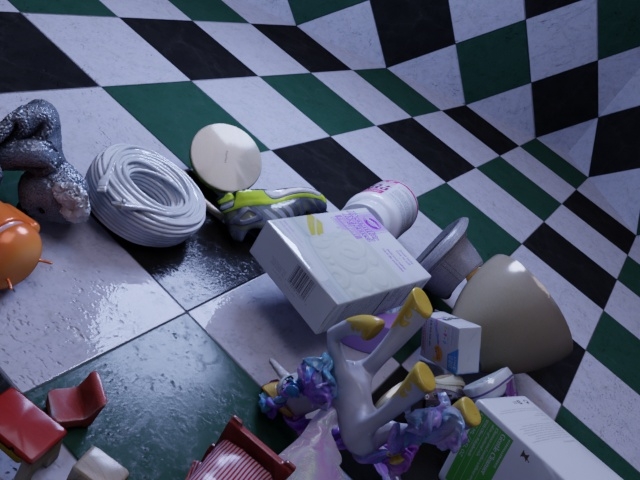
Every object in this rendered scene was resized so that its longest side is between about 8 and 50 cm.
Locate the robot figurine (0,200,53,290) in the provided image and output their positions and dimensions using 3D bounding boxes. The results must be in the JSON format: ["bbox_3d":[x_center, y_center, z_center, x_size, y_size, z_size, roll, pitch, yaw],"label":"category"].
[{"bbox_3d":[-0.551,-0.005,1.035,0.219,0.128,0.158,36,-5,5],"label":"robot figurine"}]

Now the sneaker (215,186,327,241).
[{"bbox_3d":[-0.109,-0.059,1.527,0.300,0.111,0.121,-6,87,-36],"label":"sneaker"}]

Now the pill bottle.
[{"bbox_3d":[0.151,-0.062,1.696,0.160,0.160,0.283,38,25,9],"label":"pill bottle"}]

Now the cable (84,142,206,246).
[{"bbox_3d":[-0.363,-0.094,1.338,0.257,0.089,0.257,26,29,-33],"label":"cable"}]

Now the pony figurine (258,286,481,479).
[{"bbox_3d":[0.063,0.295,1.024,0.303,0.363,0.351,5,56,-49],"label":"pony figurine"}]

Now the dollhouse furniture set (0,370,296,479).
[{"bbox_3d":[-0.252,0.291,0.862,0.374,0.152,0.201,37,31,6],"label":"dollhouse furniture set"}]

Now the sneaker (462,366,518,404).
[{"bbox_3d":[0.387,0.356,1.328,0.282,0.102,0.161,29,34,-62],"label":"sneaker"}]

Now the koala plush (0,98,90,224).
[{"bbox_3d":[-0.510,-0.121,1.170,0.221,0.203,0.196,50,-19,-18],"label":"koala plush"}]

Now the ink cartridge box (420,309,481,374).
[{"bbox_3d":[0.279,0.223,1.432,0.062,0.104,0.181,0,7,-23],"label":"ink cartridge box"}]

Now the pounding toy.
[{"bbox_3d":[-0.262,-0.167,1.576,0.183,0.110,0.237,39,59,-11],"label":"pounding toy"}]

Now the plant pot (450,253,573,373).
[{"bbox_3d":[0.413,0.201,1.488,0.191,0.284,0.284,-31,59,-9],"label":"plant pot"}]

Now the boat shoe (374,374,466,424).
[{"bbox_3d":[0.220,0.335,1.286,0.285,0.103,0.092,6,35,-46],"label":"boat shoe"}]

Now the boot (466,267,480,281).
[{"bbox_3d":[0.488,0.199,1.717,0.295,0.104,0.211,44,32,9],"label":"boot"}]

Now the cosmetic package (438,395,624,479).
[{"bbox_3d":[0.404,0.458,1.101,0.155,0.197,0.365,8,21,-36],"label":"cosmetic package"}]

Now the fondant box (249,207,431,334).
[{"bbox_3d":[0.049,0.051,1.361,0.330,0.096,0.238,-9,50,-49],"label":"fondant box"}]

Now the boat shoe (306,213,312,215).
[{"bbox_3d":[-0.001,-0.001,1.616,0.153,0.048,0.056,52,11,18],"label":"boat shoe"}]

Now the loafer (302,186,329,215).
[{"bbox_3d":[-0.013,-0.060,1.684,0.061,0.062,0.170,-40,80,-18],"label":"loafer"}]

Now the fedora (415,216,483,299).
[{"bbox_3d":[0.323,0.062,1.620,0.124,0.243,0.275,43,1,4],"label":"fedora"}]

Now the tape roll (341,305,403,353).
[{"bbox_3d":[0.096,0.127,1.475,0.275,0.090,0.274,24,32,-16],"label":"tape roll"}]
